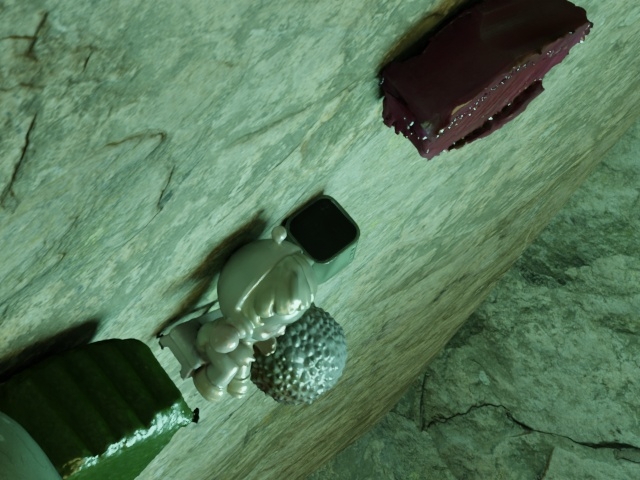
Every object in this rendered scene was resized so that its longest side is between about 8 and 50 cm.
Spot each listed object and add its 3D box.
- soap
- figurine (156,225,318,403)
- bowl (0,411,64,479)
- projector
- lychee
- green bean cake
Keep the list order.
[{"bbox_3d":[0.185,-0.205,1.868,0.289,0.112,0.182,-28,159,-42],"label":"soap"},{"bbox_3d":[-0.088,0.082,1.987,0.182,0.145,0.257,4,140,-44],"label":"figurine"},{"bbox_3d":[-0.384,0.211,1.412,0.313,0.146,0.313,-7,-166,2],"label":"bowl"},{"bbox_3d":[0.000,0.000,2.048,0.083,0.083,0.082,-37,166,-17],"label":"projector"},{"bbox_3d":[-0.038,0.173,2.333,0.165,0.165,0.197,-39,147,-12],"label":"lychee"},{"bbox_3d":[-0.305,0.237,1.774,0.247,0.156,0.250,-22,157,-52],"label":"green bean cake"}]
